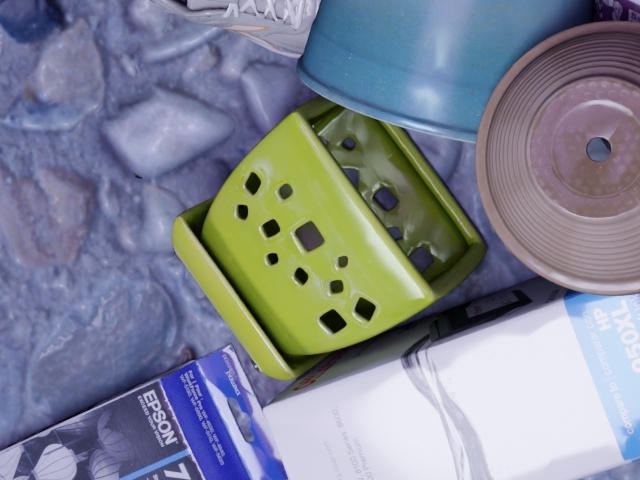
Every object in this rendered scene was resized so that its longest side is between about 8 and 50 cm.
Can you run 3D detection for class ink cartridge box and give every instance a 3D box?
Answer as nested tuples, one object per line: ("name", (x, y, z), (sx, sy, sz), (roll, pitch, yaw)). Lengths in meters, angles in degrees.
("ink cartridge box", (0.177, 0.142, 1.824), (0.395, 0.285, 0.166), (-21, 92, 15))
("ink cartridge box", (-0.211, 0.251, 2.051), (0.333, 0.065, 0.165), (-26, 90, 15))

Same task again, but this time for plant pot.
("plant pot", (0.000, 0.000, 1.885), (0.207, 0.228, 0.227), (-36, 89, 21))
("plant pot", (0.137, -0.249, 1.770), (0.272, 0.271, 0.255), (17, 109, 11))
("plant pot", (0.239, -0.071, 1.599), (0.237, 0.110, 0.237), (0, 88, 17))

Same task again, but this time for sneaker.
("sneaker", (-0.078, -0.240, 1.918), (0.262, 0.121, 0.099), (14, 102, 11))

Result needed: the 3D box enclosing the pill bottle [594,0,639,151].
("pill bottle", (0.330, -0.215, 1.716), (0.169, 0.169, 0.301), (7, 136, 13))
